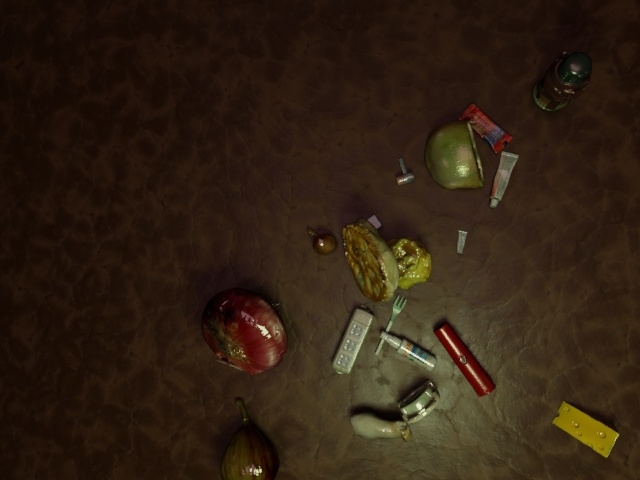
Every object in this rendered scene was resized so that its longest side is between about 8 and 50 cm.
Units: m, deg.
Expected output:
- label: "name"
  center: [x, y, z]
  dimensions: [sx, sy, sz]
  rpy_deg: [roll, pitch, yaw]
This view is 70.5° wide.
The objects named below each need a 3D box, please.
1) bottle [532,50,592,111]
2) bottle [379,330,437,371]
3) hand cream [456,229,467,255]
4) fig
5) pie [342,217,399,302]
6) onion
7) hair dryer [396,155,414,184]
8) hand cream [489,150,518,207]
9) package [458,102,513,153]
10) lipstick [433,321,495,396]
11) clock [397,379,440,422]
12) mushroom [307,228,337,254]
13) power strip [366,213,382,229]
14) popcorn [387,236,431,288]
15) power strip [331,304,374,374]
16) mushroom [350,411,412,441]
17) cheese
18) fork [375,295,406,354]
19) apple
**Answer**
- label: "bottle"
  center: [0.826, -0.548, 1.530]
  dimensions: [0.143, 0.271, 0.156]
  rpy_deg: [-23, 82, 6]
- label: "bottle"
  center: [0.314, 0.395, 1.639]
  dimensions: [0.217, 0.060, 0.060]
  rpy_deg: [29, 90, 7]
- label: "hand cream"
  center: [0.517, 0.010, 1.667]
  dimensions: [0.030, 0.019, 0.093]
  rpy_deg: [11, 81, 11]
- label: "fig"
  center: [-0.273, 0.737, 1.653]
  dimensions: [0.217, 0.217, 0.320]
  rpy_deg: [-21, 64, 7]
- label: "pie"
  center: [0.174, 0.075, 1.586]
  dimensions: [0.093, 0.315, 0.314]
  rpy_deg: [-18, 82, -20]
- label: "onion"
  center: [-0.259, 0.310, 1.660]
  dimensions: [0.348, 0.285, 0.347]
  rpy_deg: [17, 124, 26]
- label: "hair dryer"
  center: [0.310, -0.269, 1.712]
  dimensions: [0.063, 0.037, 0.114]
  rpy_deg: [-15, 76, 9]
- label: "hand cream"
  center: [0.660, -0.221, 1.654]
  dimensions: [0.053, 0.038, 0.216]
  rpy_deg: [23, 83, -14]
- label: "package"
  center: [0.611, -0.416, 1.680]
  dimensions: [0.083, 0.022, 0.200]
  rpy_deg: [-45, 82, 4]
- label: "lipstick"
  center: [0.508, 0.420, 1.607]
  dimensions: [0.073, 0.073, 0.279]
  rpy_deg: [-37, 82, 5]
- label: "clock"
  center: [0.340, 0.561, 1.560]
  dimensions: [0.152, 0.191, 0.062]
  rpy_deg: [-38, 82, 4]
- label: "mushroom"
  center: [-0.004, 0.005, 1.719]
  dimensions: [0.130, 0.073, 0.088]
  rpy_deg: [32, 121, 12]
- label: "power strip"
  center: [0.171, -0.042, 1.714]
  dimensions: [0.123, 0.032, 0.056]
  rpy_deg: [-35, 81, 5]
- label: "popcorn"
  center: [0.307, 0.079, 1.625]
  dimensions: [0.198, 0.155, 0.197]
  rpy_deg: [1, 98, 7]
- label: "power strip"
  center: [0.120, 0.372, 1.679]
  dimensions: [0.078, 0.052, 0.271]
  rpy_deg: [24, 90, 9]
- label: "mushroom"
  center: [0.208, 0.651, 1.586]
  dimensions: [0.225, 0.116, 0.093]
  rpy_deg: [-16, 45, 34]
- label: "cheese"
  center: [0.890, 0.627, 1.530]
  dimensions: [0.171, 0.126, 0.093]
  rpy_deg: [27, 96, 28]
- label: "fork"
  center: [0.254, 0.316, 1.680]
  dimensions: [0.039, 0.021, 0.234]
  rpy_deg: [25, 91, 14]
- label: "apple"
  center: [0.475, -0.311, 1.649]
  dimensions: [0.194, 0.120, 0.264]
  rpy_deg: [-12, 81, 19]
